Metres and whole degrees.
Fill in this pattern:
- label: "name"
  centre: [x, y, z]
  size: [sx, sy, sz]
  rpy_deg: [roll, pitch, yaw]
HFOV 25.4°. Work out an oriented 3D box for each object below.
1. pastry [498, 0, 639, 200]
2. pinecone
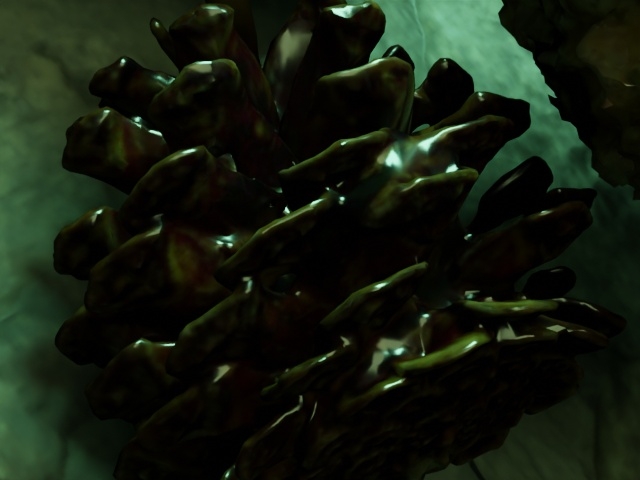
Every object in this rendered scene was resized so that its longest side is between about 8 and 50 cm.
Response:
- label: "pastry"
  centre: [0.167, -0.097, 0.429]
  size: [0.275, 0.193, 0.275]
  rpy_deg: [32, 39, -30]
- label: "pinecone"
  centre: [-0.008, -0.002, 0.432]
  size: [0.163, 0.163, 0.165]
  rpy_deg: [-16, 63, -35]
